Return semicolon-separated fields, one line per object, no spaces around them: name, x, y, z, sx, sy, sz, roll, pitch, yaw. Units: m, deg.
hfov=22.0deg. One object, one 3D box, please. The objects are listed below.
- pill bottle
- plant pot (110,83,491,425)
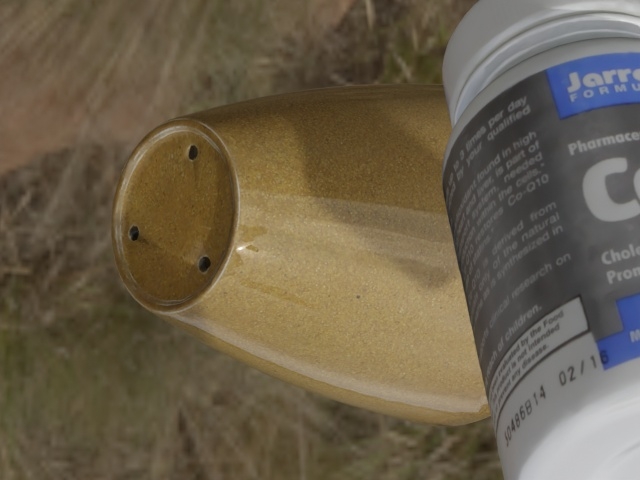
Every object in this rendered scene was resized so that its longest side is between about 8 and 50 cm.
pill bottle;0.072;0.001;0.397;0.078;0.137;0.078;-5;139;-4
plant pot;0.000;0.000;1.059;0.254;0.237;0.237;7;145;-46
